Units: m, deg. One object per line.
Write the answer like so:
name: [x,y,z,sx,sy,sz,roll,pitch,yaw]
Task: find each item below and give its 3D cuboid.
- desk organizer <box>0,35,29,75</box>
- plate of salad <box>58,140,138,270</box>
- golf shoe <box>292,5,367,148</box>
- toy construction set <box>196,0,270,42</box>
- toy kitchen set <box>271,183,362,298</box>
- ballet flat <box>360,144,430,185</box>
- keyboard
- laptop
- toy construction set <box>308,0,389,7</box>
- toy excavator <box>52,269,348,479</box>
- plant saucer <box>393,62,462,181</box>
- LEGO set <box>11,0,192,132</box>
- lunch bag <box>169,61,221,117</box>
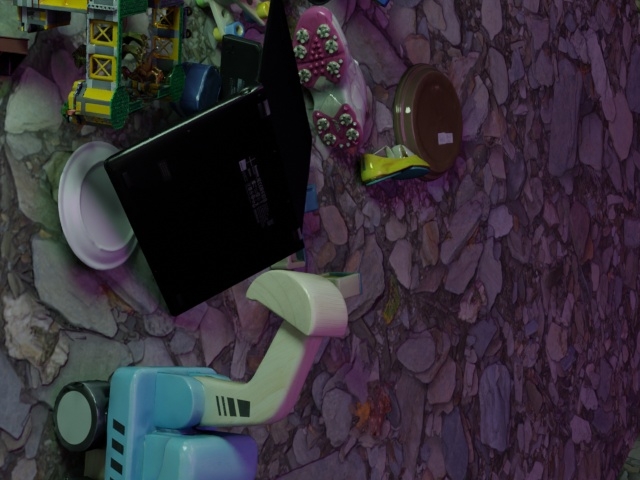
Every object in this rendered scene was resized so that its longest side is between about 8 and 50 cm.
desk organizer: [-0.470,-0.259,1.410,0.130,0.047,0.050,-6,96,-52]
plate of salad: [-0.344,-0.053,1.572,0.200,0.048,0.200,10,79,-63]
golf shoe: [0.025,-0.335,2.015,0.140,0.115,0.306,-64,149,-46]
toy construction set: [-0.177,-0.520,1.733,0.215,0.151,0.328,-64,146,-30]
toy kitchen set: [0.000,0.000,1.922,0.122,0.166,0.207,-18,103,-51]
ballet flat: [0.163,-0.170,2.224,0.231,0.077,0.077,-13,83,-50]
keyboard: [-0.151,-0.266,1.769,0.023,0.108,0.180,-36,139,-55]
laptop: [-0.159,-0.150,1.691,0.407,0.236,0.382,-29,141,-13]
toy construction set: [0.049,-0.606,1.998,0.237,0.257,0.309,-118,-143,-76]
toy excavator: [-0.162,0.261,1.473,0.222,0.445,0.433,10,82,-53]
plant saucer: [0.260,-0.277,2.377,0.278,0.041,0.278,2,87,-54]
LEGO set: [-0.337,-0.299,1.504,0.331,0.192,0.255,-59,155,-61]
lunch bag: [-0.215,-0.258,1.728,0.067,0.065,0.098,53,49,-65]
